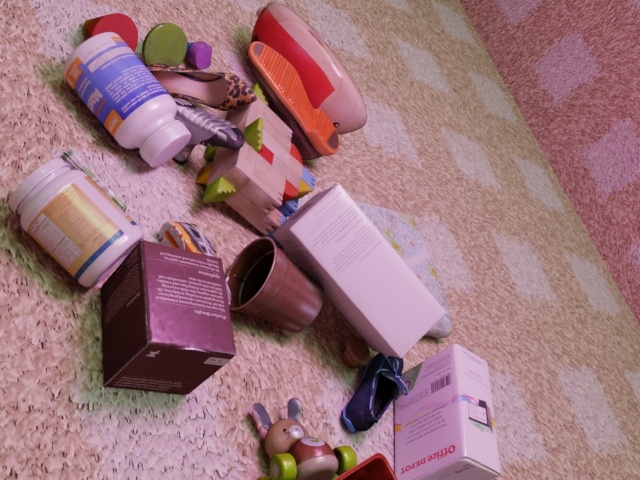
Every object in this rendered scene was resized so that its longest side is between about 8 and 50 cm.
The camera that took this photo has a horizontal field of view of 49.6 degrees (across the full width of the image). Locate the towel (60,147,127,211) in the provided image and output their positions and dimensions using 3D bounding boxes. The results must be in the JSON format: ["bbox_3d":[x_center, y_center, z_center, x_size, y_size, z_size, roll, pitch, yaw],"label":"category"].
[{"bbox_3d":[-0.431,-0.097,1.309,0.152,0.113,0.023,45,61,-7],"label":"towel"}]

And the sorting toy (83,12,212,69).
[{"bbox_3d":[-0.433,-0.493,1.705,0.126,0.127,0.365,33,23,31],"label":"sorting toy"}]

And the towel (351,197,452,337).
[{"bbox_3d":[0.187,0.067,1.831,0.320,0.090,0.375,14,48,-38],"label":"towel"}]

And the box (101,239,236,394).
[{"bbox_3d":[-0.271,0.137,1.214,0.168,0.167,0.203,17,47,-37],"label":"box"}]

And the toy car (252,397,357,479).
[{"bbox_3d":[-0.050,0.370,1.273,0.154,0.149,0.188,4,43,-32],"label":"toy car"}]

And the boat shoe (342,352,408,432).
[{"bbox_3d":[0.143,0.332,1.531,0.109,0.089,0.258,54,38,-16],"label":"boat shoe"}]

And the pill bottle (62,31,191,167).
[{"bbox_3d":[-0.406,-0.293,1.480,0.272,0.152,0.152,50,36,1],"label":"pill bottle"}]

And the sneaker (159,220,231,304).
[{"bbox_3d":[-0.239,0.044,1.410,0.215,0.084,0.083,57,31,12],"label":"sneaker"}]

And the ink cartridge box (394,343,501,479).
[{"bbox_3d":[0.268,0.400,1.514,0.117,0.201,0.278,32,39,-24],"label":"ink cartridge box"}]

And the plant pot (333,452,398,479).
[{"bbox_3d":[0.010,0.537,1.087,0.267,0.235,0.268,-10,66,-50],"label":"plant pot"}]

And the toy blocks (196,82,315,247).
[{"bbox_3d":[-0.124,-0.165,1.669,0.261,0.190,0.382,41,34,-31],"label":"toy blocks"}]

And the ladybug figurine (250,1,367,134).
[{"bbox_3d":[-0.051,-0.471,1.956,0.449,0.161,0.305,51,-5,8],"label":"ladybug figurine"}]

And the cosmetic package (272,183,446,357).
[{"bbox_3d":[0.079,0.071,1.522,0.155,0.197,0.366,-44,100,-14],"label":"cosmetic package"}]

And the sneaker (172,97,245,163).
[{"bbox_3d":[-0.272,-0.221,1.562,0.228,0.132,0.086,32,21,26],"label":"sneaker"}]

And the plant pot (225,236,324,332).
[{"bbox_3d":[-0.091,0.103,1.454,0.165,0.167,0.167,34,38,-32],"label":"plant pot"}]

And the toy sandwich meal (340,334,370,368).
[{"bbox_3d":[0.080,0.258,1.597,0.085,0.029,0.086,31,37,-26],"label":"toy sandwich meal"}]

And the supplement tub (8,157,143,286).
[{"bbox_3d":[-0.429,-0.032,1.221,0.200,0.144,0.144,46,36,-5],"label":"supplement tub"}]

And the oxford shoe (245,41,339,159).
[{"bbox_3d":[-0.099,-0.345,1.802,0.364,0.132,0.130,53,37,-29],"label":"oxford shoe"}]

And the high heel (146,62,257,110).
[{"bbox_3d":[-0.293,-0.361,1.636,0.261,0.093,0.186,20,17,32],"label":"high heel"}]
